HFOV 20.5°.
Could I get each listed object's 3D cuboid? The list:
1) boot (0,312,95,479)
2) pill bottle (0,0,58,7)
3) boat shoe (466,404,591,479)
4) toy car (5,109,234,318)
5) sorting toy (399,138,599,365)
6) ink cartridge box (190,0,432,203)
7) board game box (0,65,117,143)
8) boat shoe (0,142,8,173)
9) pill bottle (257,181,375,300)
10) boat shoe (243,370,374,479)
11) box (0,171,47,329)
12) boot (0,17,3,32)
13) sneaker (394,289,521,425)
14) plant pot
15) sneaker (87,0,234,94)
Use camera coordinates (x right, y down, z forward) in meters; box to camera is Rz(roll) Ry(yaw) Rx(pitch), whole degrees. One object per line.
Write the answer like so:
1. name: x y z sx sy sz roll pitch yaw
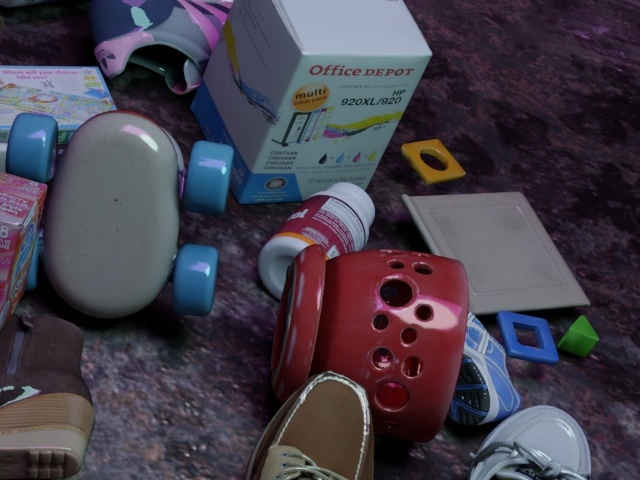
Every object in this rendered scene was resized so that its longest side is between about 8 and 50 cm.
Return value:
1. boot: -0.335 0.138 1.641 0.248 0.090 0.207 9 30 -16
2. pill bottle: -0.304 -0.344 2.118 0.187 0.112 0.112 -13 54 -37
3. boat shoe: 0.194 0.254 1.713 0.136 0.156 0.367 34 41 8
4. toy car: -0.203 -0.044 1.839 0.219 0.210 0.238 8 14 -1
5. sorting toy: 0.197 0.019 2.050 0.196 0.047 0.347 0 47 -33
6. ink cartridge box: -0.013 -0.182 2.005 0.171 0.232 0.168 -3 48 -29
7. board game box: -0.308 -0.152 1.979 0.154 0.026 0.103 -2 48 -29
8. boat shoe: -0.402 -0.080 1.834 0.184 0.066 0.063 -17 57 -27
9. pill bottle: 0.000 0.000 1.935 0.086 0.086 0.152 32 40 7
10. boat shoe: -0.018 0.255 1.583 0.123 0.120 0.324 22 55 -3
11. box: -0.401 -0.014 1.664 0.257 0.128 0.122 16 22 -1
12. boot: -0.469 -0.277 1.995 0.197 0.073 0.152 -4 45 -34
13. sneaker: 0.145 0.115 1.909 0.081 0.080 0.211 9 45 -42
14. plant pot: 0.044 0.098 1.783 0.174 0.191 0.191 10 42 -5
15. sneaker: -0.133 -0.229 2.117 0.319 0.112 0.131 6 74 -29
